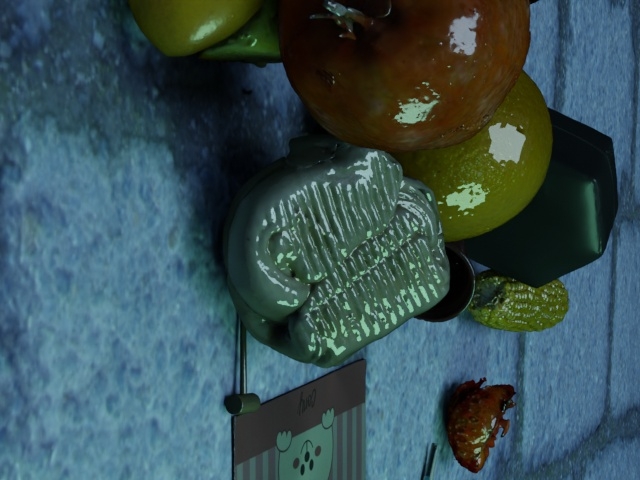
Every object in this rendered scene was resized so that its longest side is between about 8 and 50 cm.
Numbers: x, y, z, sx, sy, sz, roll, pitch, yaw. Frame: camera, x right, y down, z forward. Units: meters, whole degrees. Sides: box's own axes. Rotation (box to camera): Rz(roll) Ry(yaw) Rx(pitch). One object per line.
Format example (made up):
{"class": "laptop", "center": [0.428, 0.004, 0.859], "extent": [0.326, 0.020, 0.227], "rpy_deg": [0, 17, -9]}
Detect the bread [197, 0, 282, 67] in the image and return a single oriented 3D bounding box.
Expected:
{"class": "bread", "center": [-0.047, -0.336, 1.034], "extent": [0.138, 0.077, 0.361], "rpy_deg": [-2, 94, -63]}

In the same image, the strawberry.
{"class": "strawberry", "center": [0.220, 0.252, 1.634], "extent": [0.121, 0.082, 0.188], "rpy_deg": [-70, 165, 9]}

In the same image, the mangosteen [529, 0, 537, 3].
{"class": "mangosteen", "center": [0.161, -0.389, 1.208], "extent": [0.330, 0.330, 0.330], "rpy_deg": [-9, 100, -63]}

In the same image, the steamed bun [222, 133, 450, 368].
{"class": "steamed bun", "center": [-0.001, -0.002, 1.090], "extent": [0.218, 0.144, 0.211], "rpy_deg": [-36, 121, -21]}

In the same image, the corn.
{"class": "corn", "center": [0.290, 0.087, 1.731], "extent": [0.293, 0.106, 0.106], "rpy_deg": [11, 82, -59]}

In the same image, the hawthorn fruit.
{"class": "hawthorn fruit", "center": [0.056, -0.169, 0.914], "extent": [0.299, 0.211, 0.211], "rpy_deg": [-23, 113, -74]}

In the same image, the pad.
{"class": "pad", "center": [-0.014, 0.249, 1.227], "extent": [0.300, 0.005, 0.202], "rpy_deg": [-11, 101, -63]}

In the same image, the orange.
{"class": "orange", "center": [0.127, -0.105, 1.224], "extent": [0.236, 0.236, 0.236], "rpy_deg": [-9, 100, -63]}

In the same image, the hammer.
{"class": "hammer", "center": [-0.072, 0.107, 1.088], "extent": [0.035, 0.019, 0.110], "rpy_deg": [6, 84, -64]}

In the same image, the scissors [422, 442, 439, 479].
{"class": "scissors", "center": [0.140, 0.326, 1.533], "extent": [0.058, 0.014, 0.119], "rpy_deg": [45, 55, -61]}

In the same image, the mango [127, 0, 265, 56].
{"class": "mango", "center": [-0.090, -0.250, 0.908], "extent": [0.145, 0.112, 0.219], "rpy_deg": [10, 94, -25]}

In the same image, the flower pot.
{"class": "flower pot", "center": [0.139, 0.032, 1.430], "extent": [0.089, 0.111, 0.111], "rpy_deg": [-67, 150, -65]}

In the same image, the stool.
{"class": "stool", "center": [0.292, -0.062, 1.588], "extent": [0.141, 0.232, 0.232], "rpy_deg": [-58, 141, -49]}
